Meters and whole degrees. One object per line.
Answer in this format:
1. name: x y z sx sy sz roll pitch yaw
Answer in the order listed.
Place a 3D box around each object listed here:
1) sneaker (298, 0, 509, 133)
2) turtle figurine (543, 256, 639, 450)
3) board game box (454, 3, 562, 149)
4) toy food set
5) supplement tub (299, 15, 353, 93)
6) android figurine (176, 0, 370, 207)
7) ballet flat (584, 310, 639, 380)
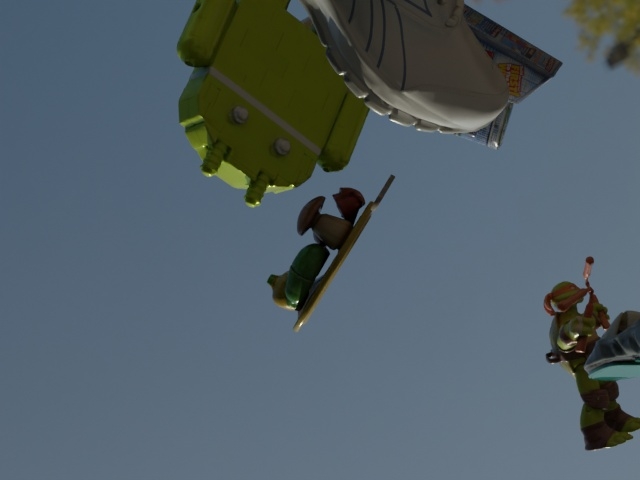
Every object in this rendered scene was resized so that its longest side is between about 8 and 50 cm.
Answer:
1. sneaker: 0.043 -0.190 1.032 0.297 0.129 0.111 43 -149 -26
2. turtle figurine: 0.315 0.139 1.782 0.269 0.087 0.217 -14 -94 -76
3. board game box: 0.214 -0.215 1.983 0.194 0.194 0.060 21 -147 14
4. toy food set: 0.000 0.000 1.683 0.071 0.218 0.128 32 -155 1
5. supplement tub: -0.004 -0.211 1.898 0.200 0.144 0.144 -33 -84 -30
6. android figurine: -0.056 -0.167 1.626 0.248 0.056 0.273 38 -121 -28
7. ballet flat: 0.316 0.096 1.445 0.072 0.213 0.068 4 -101 -10
